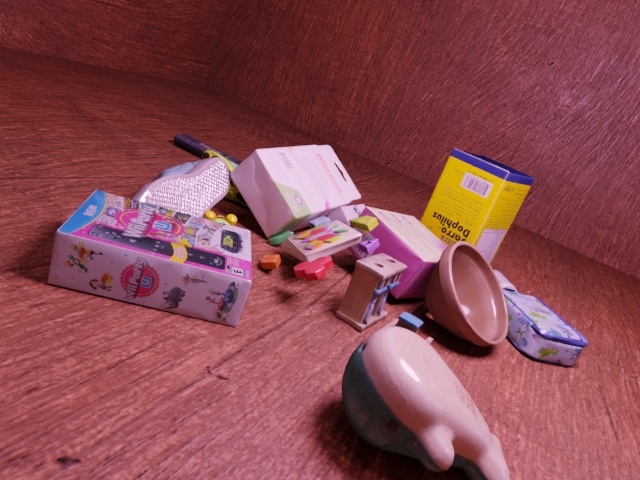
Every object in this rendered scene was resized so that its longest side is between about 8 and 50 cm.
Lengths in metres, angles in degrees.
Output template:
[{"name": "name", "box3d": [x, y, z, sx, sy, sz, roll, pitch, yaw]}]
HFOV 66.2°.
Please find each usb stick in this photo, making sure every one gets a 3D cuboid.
[{"name": "usb stick", "box3d": [-0.401, -0.313, 1.746, 0.278, 0.045, 0.077, 28, 19, 19]}]

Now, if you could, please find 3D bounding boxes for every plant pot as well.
[{"name": "plant pot", "box3d": [0.315, 0.130, 1.110, 0.237, 0.110, 0.237, 27, 50, -37]}]

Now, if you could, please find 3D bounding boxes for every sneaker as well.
[{"name": "sneaker", "box3d": [-0.228, -0.164, 1.447, 0.295, 0.109, 0.123, 32, 18, 4]}, {"name": "sneaker", "box3d": [-0.349, -0.095, 1.139, 0.150, 0.135, 0.366, -8, 17, 21]}]

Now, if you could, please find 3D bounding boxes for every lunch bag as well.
[{"name": "lunch bag", "box3d": [0.538, 0.213, 1.230, 0.176, 0.090, 0.219, 17, 20, -21]}]

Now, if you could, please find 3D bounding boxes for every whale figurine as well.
[{"name": "whale figurine", "box3d": [0.141, 0.251, 0.689, 0.272, 0.141, 0.216, 44, 17, -8]}]

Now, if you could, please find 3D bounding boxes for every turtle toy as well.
[{"name": "turtle toy", "box3d": [-0.211, -0.006, 1.054, 0.130, 0.095, 0.066, 9, 43, -29]}]

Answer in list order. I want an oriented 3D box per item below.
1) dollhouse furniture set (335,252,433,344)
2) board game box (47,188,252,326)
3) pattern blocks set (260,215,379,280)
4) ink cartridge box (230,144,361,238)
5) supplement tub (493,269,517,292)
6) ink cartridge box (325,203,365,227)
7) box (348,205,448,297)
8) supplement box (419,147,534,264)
[{"name": "dollhouse furniture set", "box3d": [0.154, 0.129, 0.986, 0.184, 0.129, 0.129, 29, 20, 25]}, {"name": "board game box", "box3d": [-0.281, 0.024, 0.874, 0.303, 0.097, 0.224, 15, 19, -15]}, {"name": "pattern blocks set", "box3d": [0.000, 0.000, 1.107, 0.285, 0.026, 0.325, -25, 20, -27]}, {"name": "ink cartridge box", "box3d": [-0.053, -0.148, 1.360, 0.353, 0.119, 0.207, -20, 77, -55]}, {"name": "supplement tub", "box3d": [0.523, 0.138, 1.440, 0.071, 0.071, 0.107, 17, 18, -10]}, {"name": "ink cartridge box", "box3d": [0.077, -0.053, 1.425, 0.181, 0.104, 0.061, -12, 73, -59]}, {"name": "box", "box3d": [0.216, 0.034, 1.250, 0.243, 0.117, 0.213, 5, 34, -50]}, {"name": "supplement box", "box3d": [0.453, -0.073, 1.503, 0.194, 0.356, 0.195, 0, 27, -47]}]
